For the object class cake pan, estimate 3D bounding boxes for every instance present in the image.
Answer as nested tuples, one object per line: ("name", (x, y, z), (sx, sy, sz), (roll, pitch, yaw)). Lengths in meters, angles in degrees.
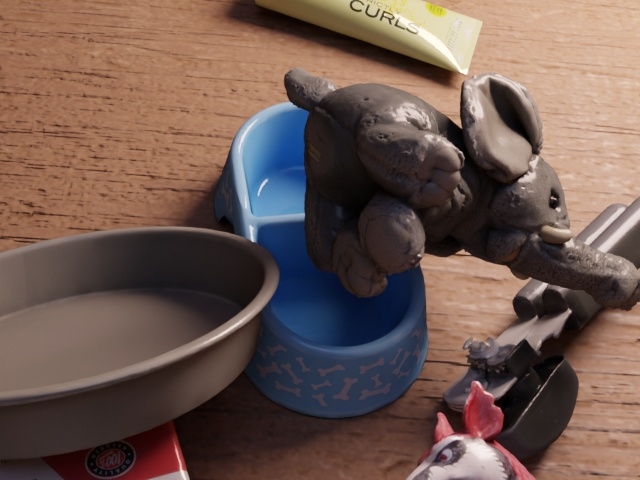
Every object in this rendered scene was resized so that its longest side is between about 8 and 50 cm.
("cake pan", (-0.171, 0.062, 0.653), (0.293, 0.054, 0.293), (-6, 19, 2))

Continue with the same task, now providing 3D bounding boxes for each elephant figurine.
("elephant figurine", (0.113, -0.039, 0.716), (0.239, 0.186, 0.169), (-5, 10, -30))

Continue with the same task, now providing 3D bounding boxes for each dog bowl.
("dog bowl", (0.000, 0.000, 0.790), (0.165, 0.074, 0.297), (-5, 55, -10))

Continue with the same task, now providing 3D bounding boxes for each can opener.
("can opener", (0.206, 0.063, 0.780), (0.280, 0.074, 0.093), (-43, 102, -29))

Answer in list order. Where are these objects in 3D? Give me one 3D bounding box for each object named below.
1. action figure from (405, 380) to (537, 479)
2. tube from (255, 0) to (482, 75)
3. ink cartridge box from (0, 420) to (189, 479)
("action figure", (0.134, 0.251, 0.483), (0.275, 0.248, 0.370), (-10, 70, 5))
("tube", (0.052, -0.244, 0.992), (0.240, 0.062, 0.070), (20, 94, 3))
("ink cartridge box", (-0.154, 0.253, 0.558), (0.197, 0.114, 0.273), (-13, 56, -16))
